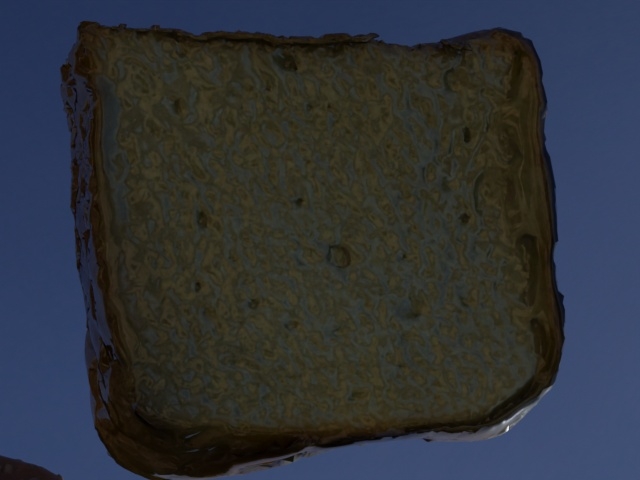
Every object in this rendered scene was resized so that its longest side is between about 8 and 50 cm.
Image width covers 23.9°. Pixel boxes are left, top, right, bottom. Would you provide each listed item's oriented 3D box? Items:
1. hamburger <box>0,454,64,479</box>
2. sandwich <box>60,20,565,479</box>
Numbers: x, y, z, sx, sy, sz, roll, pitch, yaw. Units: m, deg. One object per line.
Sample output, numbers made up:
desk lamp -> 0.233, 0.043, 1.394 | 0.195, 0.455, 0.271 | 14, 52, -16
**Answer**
hamburger -> -0.285, 0.250, 1.023 | 0.243, 0.286, 0.146 | 53, -29, 33
sandwich -> 0.000, 0.000, 0.772 | 0.087, 0.251, 0.226 | 148, -64, -66
